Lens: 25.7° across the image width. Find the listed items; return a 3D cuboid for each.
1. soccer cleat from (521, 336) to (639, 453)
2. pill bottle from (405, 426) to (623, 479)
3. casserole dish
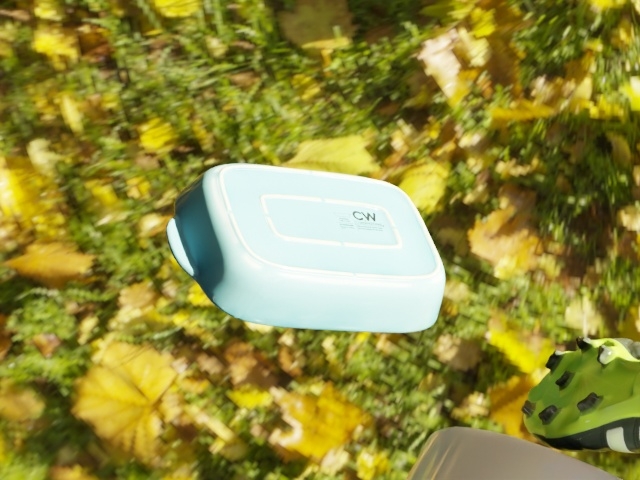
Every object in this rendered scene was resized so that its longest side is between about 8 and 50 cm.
[{"bbox_3d":[0.152,0.075,0.600,0.072,0.179,0.060,40,66,-14],"label":"soccer cleat"},{"bbox_3d":[0.036,0.299,0.607,0.229,0.229,0.408,27,72,6],"label":"pill bottle"},{"bbox_3d":[0.000,0.000,0.838,0.037,0.188,0.114,-56,42,37],"label":"casserole dish"}]
